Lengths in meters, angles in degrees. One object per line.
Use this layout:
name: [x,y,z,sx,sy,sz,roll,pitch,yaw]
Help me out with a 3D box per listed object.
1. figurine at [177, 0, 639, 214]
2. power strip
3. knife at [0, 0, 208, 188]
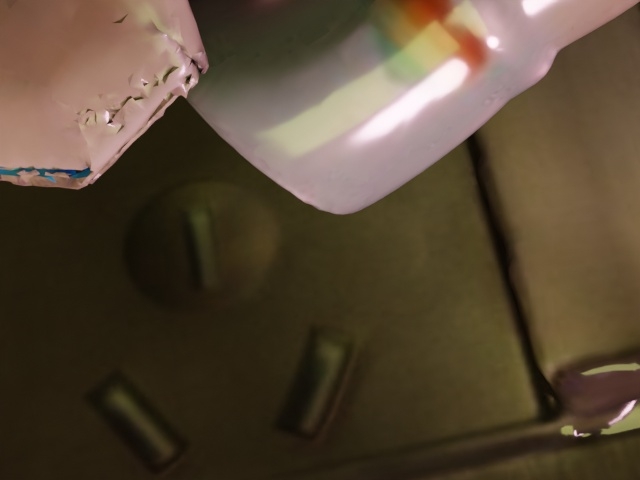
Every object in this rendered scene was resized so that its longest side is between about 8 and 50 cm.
figurine: [0.124,-0.160,0.380,0.205,0.224,0.382,38,124,-25]
power strip: [0.002,0.000,0.481,0.251,0.257,0.092,-14,146,6]
knife: [-0.102,-0.180,0.336,0.089,0.043,0.365,-11,106,31]
